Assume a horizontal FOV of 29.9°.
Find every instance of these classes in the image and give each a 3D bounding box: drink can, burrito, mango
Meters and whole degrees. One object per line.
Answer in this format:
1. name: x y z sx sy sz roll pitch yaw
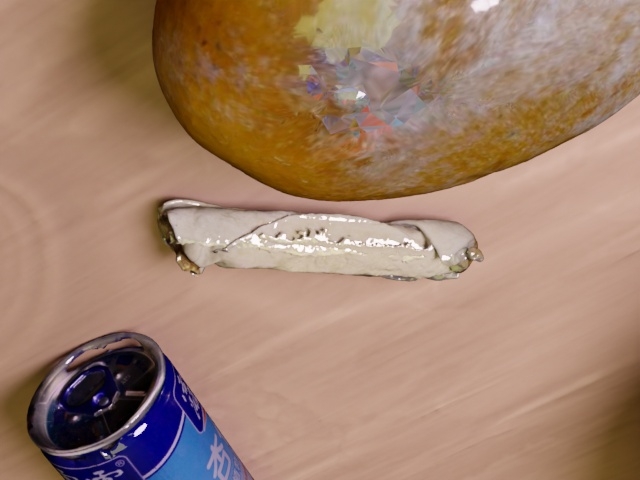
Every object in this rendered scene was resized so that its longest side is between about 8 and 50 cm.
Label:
1. drink can: -0.089 0.170 0.776 0.097 0.097 0.235 -20 127 10
2. burrito: 0.000 0.000 0.685 0.185 0.041 0.045 5 145 -12
3. mango: 0.075 -0.129 0.532 0.316 0.146 0.193 -28 128 -2
